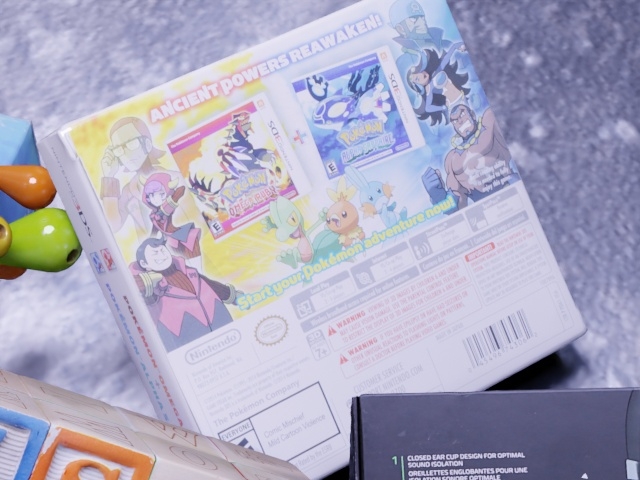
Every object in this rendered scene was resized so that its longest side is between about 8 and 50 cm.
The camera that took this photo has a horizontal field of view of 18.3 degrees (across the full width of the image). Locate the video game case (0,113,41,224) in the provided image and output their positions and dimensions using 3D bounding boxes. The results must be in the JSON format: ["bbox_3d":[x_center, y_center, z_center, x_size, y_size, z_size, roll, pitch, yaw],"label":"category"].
[{"bbox_3d":[-0.296,0.027,0.947,0.244,0.061,0.269,15,55,9],"label":"video game case"}]

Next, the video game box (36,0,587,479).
[{"bbox_3d":[0.000,0.000,0.900,0.205,0.048,0.187,-25,97,-27],"label":"video game box"}]

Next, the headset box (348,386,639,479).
[{"bbox_3d":[0.135,0.191,0.785,0.246,0.131,0.283,-2,54,-1],"label":"headset box"}]

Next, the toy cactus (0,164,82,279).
[{"bbox_3d":[-0.214,-0.011,0.887,0.219,0.112,0.180,25,66,4],"label":"toy cactus"}]

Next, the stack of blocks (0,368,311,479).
[{"bbox_3d":[-0.159,0.131,0.761,0.297,0.087,0.171,20,93,-19],"label":"stack of blocks"}]
